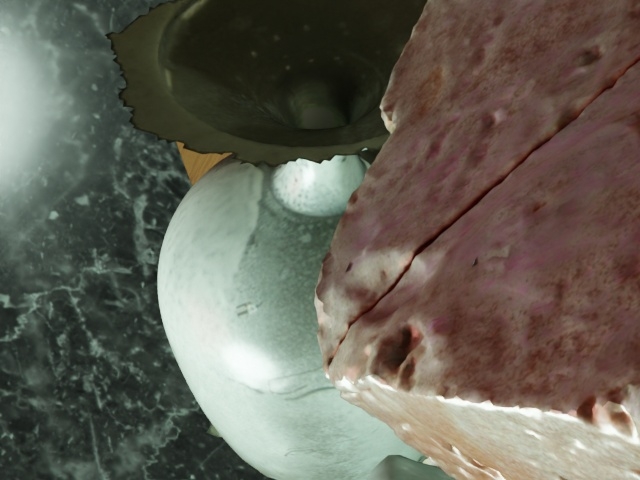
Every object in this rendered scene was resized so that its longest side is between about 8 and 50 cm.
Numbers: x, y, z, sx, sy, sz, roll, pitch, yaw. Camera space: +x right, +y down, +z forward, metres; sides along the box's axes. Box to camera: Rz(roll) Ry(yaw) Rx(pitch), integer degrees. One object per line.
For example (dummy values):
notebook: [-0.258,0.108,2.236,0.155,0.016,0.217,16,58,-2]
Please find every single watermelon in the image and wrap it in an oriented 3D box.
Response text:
watermelon: [0.171,0.018,0.733,0.222,0.319,0.292,46,-124,-28]

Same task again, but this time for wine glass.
wine glass: [0.000,0.000,1.259,0.238,0.238,0.323,-105,8,-48]

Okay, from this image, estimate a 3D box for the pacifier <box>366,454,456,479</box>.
pacifier: [0.145,0.138,1.125,0.288,0.269,0.343,31,142,56]

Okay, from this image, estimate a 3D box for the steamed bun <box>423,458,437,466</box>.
steamed bun: [0.159,0.217,1.443,0.206,0.275,0.320,38,-108,-71]

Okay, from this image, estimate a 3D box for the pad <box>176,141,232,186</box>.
pad: [-0.033,-0.105,1.504,0.286,0.018,0.284,-57,44,43]
